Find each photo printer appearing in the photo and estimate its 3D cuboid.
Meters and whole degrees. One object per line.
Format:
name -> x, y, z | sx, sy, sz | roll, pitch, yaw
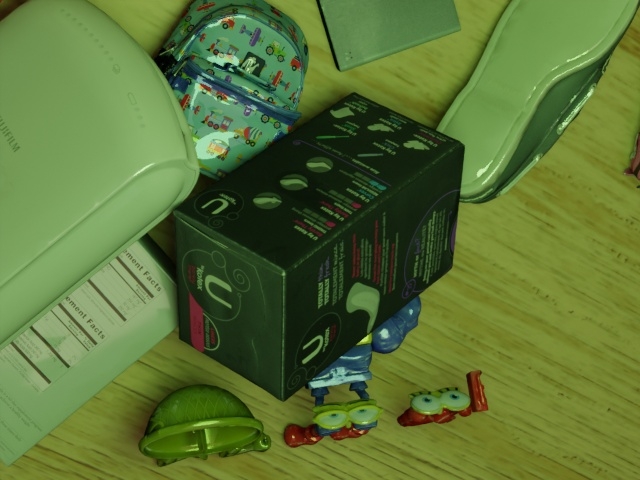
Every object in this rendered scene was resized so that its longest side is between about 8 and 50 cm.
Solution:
photo printer -> -0.275, -0.069, 1.480 | 0.307, 0.256, 0.107 | -38, 153, 5

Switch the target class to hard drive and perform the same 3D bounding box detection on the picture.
hard drive -> 0.068, -0.238, 1.626 | 0.135, 0.022, 0.094 | -20, 110, -7

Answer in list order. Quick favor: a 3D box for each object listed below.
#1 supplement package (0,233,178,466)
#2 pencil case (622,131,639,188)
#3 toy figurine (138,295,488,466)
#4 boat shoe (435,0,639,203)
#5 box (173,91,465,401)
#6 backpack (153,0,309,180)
supplement package -> -0.263, 0.080, 1.587 | 0.244, 0.139, 0.134 | -39, 110, 1
pencil case -> 0.392, -0.153, 1.698 | 0.095, 0.098, 0.209 | -9, 114, -55
toy figurine -> -0.021, 0.103, 1.682 | 0.362, 0.191, 0.217 | -7, 79, -5
boat shoe -> 0.230, -0.171, 1.665 | 0.319, 0.116, 0.099 | -53, 154, -1
box -> 0.000, 0.000, 1.535 | 0.270, 0.143, 0.165 | -36, 141, -38
backpack -> -0.086, -0.153, 1.568 | 0.158, 0.117, 0.173 | 31, 96, -20
